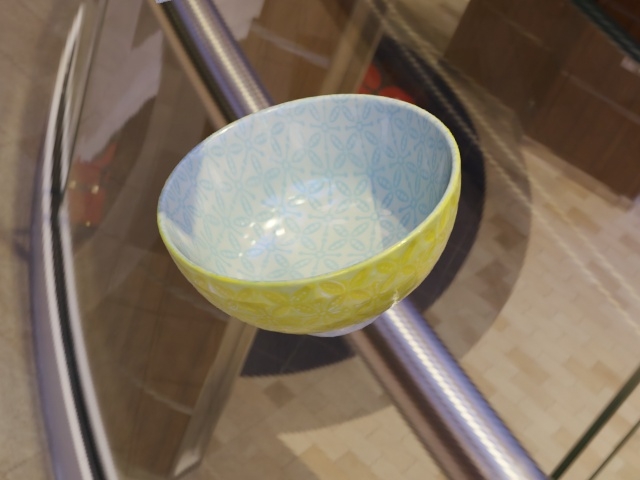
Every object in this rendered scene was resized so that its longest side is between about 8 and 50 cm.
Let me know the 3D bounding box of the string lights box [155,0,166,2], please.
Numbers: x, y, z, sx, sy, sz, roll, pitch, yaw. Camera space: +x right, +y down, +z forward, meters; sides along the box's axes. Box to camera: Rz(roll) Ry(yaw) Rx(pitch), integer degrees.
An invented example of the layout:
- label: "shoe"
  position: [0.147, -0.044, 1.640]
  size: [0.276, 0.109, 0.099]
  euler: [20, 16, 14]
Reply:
- label: "string lights box"
  position: [-0.131, -0.382, 1.056]
  size: [0.133, 0.259, 0.077]
  euler: [-12, 18, 3]

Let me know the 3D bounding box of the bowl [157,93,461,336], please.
- label: "bowl"
  position: [0.000, 0.000, 1.027]
  size: [0.290, 0.156, 0.289]
  euler: [-8, 38, 7]
